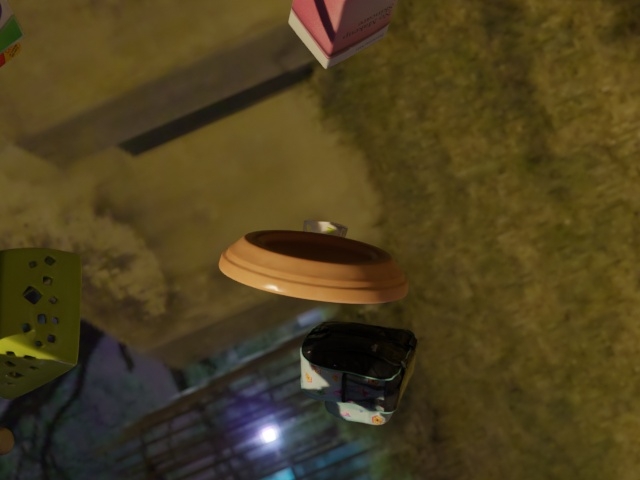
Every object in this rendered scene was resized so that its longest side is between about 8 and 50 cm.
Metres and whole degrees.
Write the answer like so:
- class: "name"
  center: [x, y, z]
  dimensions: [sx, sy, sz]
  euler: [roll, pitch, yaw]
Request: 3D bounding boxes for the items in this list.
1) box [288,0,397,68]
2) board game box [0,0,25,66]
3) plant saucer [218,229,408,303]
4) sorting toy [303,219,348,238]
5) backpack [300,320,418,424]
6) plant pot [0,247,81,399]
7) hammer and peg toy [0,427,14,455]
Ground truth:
- class: "box"
  center: [0.047, -0.438, 2.141]
  dimensions: [0.126, 0.149, 0.232]
  euler: [54, 161, 14]
- class: "board game box"
  center: [-0.496, -0.336, 1.619]
  dimensions: [0.039, 0.124, 0.259]
  euler: [13, 136, 39]
- class: "plant saucer"
  center: [-0.005, 0.023, 1.256]
  dimensions: [0.200, 0.200, 0.037]
  euler: [-98, 15, -80]
- class: "sorting toy"
  center: [0.000, 0.000, 2.047]
  dimensions: [0.045, 0.075, 0.083]
  euler: [-54, -15, -79]
- class: "backpack"
  center: [0.058, 0.220, 2.060]
  dimensions: [0.166, 0.189, 0.144]
  euler: [-59, -20, -54]
- class: "plant pot"
  center: [-0.577, 0.135, 2.153]
  dimensions: [0.207, 0.227, 0.228]
  euler: [21, -127, -41]
- class: "hammer and peg toy"
  center: [-0.503, 0.309, 1.507]
  dimensions: [0.361, 0.127, 0.266]
  euler: [60, -145, -30]
